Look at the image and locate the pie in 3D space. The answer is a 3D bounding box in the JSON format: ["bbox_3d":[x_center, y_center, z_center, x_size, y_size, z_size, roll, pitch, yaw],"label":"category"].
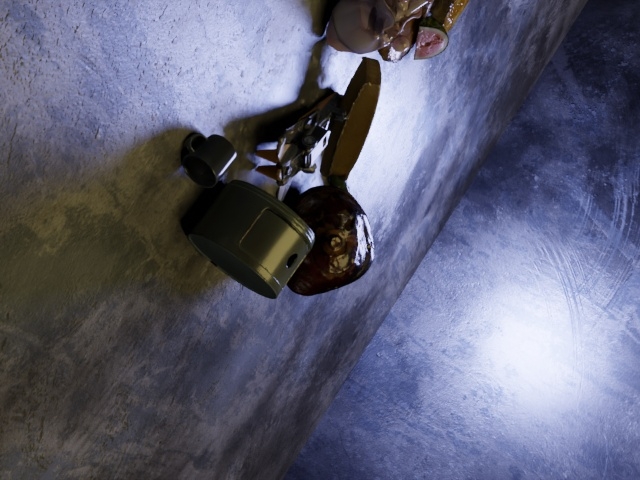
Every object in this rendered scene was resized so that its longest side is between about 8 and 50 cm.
[{"bbox_3d":[0.226,-0.571,2.021,0.273,0.069,0.273,-48,162,-21],"label":"pie"}]

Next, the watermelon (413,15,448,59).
[{"bbox_3d":[0.286,-0.538,2.074,0.163,0.087,0.068,90,-4,-72],"label":"watermelon"}]

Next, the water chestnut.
[{"bbox_3d":[0.000,0.000,2.036,0.289,0.245,0.288,-1,90,-68],"label":"water chestnut"}]

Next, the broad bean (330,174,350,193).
[{"bbox_3d":[0.051,-0.184,2.163,0.053,0.052,0.256,-29,152,-14],"label":"broad bean"}]

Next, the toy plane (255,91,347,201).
[{"bbox_3d":[-0.018,-0.241,1.822,0.316,0.103,0.204,-47,157,-33],"label":"toy plane"}]

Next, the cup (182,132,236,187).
[{"bbox_3d":[-0.213,-0.162,1.506,0.077,0.078,0.100,-53,130,-35],"label":"cup"}]

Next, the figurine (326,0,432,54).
[{"bbox_3d":[0.126,-0.478,1.669,0.276,0.200,0.133,-15,-155,51],"label":"figurine"}]

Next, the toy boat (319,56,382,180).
[{"bbox_3d":[0.075,-0.295,1.952,0.121,0.089,0.321,-111,-145,-55],"label":"toy boat"}]

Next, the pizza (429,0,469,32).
[{"bbox_3d":[0.363,-0.683,2.174,0.323,0.089,0.223,-56,167,-18],"label":"pizza"}]

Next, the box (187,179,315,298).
[{"bbox_3d":[-0.143,-0.002,1.665,0.149,0.226,0.226,-55,161,-15],"label":"box"}]
